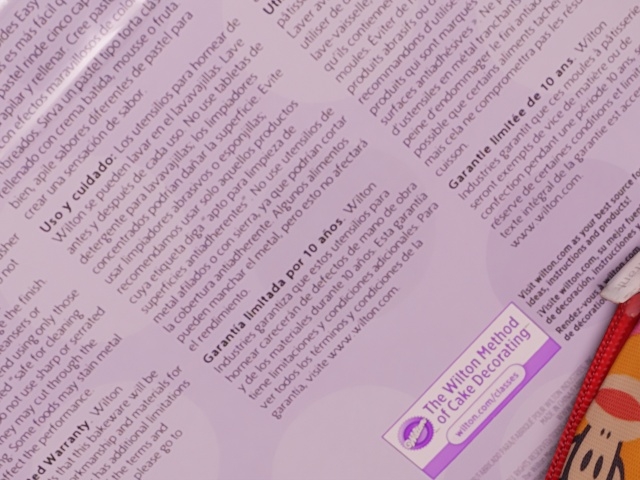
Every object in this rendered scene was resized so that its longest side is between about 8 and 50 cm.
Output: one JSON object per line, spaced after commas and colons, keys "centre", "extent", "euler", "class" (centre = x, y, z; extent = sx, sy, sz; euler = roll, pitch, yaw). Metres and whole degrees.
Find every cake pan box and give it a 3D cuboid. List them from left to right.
{"centre": [0.000, 0.000, 0.421], "extent": [0.246, 0.070, 0.267], "euler": [40, 96, -24], "class": "cake pan box"}

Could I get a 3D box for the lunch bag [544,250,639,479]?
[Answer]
{"centre": [0.200, 0.112, 0.390], "extent": [0.293, 0.120, 0.258], "euler": [19, 93, -11], "class": "lunch bag"}
